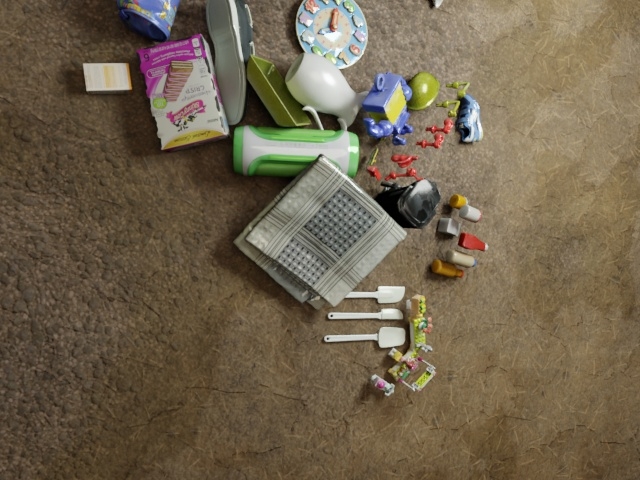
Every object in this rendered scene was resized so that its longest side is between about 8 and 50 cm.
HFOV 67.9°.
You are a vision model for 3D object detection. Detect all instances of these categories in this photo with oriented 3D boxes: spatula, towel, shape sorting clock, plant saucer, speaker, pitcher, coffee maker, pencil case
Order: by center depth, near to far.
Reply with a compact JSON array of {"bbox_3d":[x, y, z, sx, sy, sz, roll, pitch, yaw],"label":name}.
[{"bbox_3d":[-0.372,-0.622,1.087,0.133,0.119,0.307,16,86,-34],"label":"pencil case"},{"bbox_3d":[-0.106,-0.349,1.159,0.045,0.188,0.188,-32,97,17],"label":"plant saucer"},{"bbox_3d":[-0.061,-0.214,1.167,0.296,0.131,0.131,2,90,-6],"label":"speaker"},{"bbox_3d":[0.000,0.000,1.170,0.312,0.056,0.324,41,105,-22],"label":"towel"},{"bbox_3d":[0.006,-0.359,1.213,0.207,0.125,0.178,28,79,-27],"label":"pitcher"},{"bbox_3d":[0.215,-0.074,1.252,0.120,0.178,0.171,19,85,-16],"label":"coffee maker"},{"bbox_3d":[0.033,-0.559,1.259,0.206,0.040,0.207,0,91,-17],"label":"shape sorting clock"},{"bbox_3d":[0.125,0.211,1.310,0.241,0.019,0.168,1,92,-19],"label":"spatula"}]

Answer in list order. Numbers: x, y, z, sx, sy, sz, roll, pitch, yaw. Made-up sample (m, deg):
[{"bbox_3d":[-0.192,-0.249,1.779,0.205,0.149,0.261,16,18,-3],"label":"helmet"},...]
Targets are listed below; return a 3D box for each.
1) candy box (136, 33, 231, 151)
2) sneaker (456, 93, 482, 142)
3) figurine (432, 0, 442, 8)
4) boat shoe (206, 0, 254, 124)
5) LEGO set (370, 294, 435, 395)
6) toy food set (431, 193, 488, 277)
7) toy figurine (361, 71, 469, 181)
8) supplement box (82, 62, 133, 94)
[{"bbox_3d":[-0.317,-0.339,1.113,0.159,0.071,0.234,-14,96,2],"label":"candy box"},{"bbox_3d":[0.428,-0.354,1.382,0.059,0.053,0.144,-15,94,-15],"label":"sneaker"},{"bbox_3d":[0.320,-0.795,1.332,0.215,0.092,0.209,40,87,-15],"label":"figurine"},{"bbox_3d":[-0.203,-0.436,1.154,0.091,0.114,0.303,-20,114,-55],"label":"boat shoe"},{"bbox_3d":[0.260,0.300,1.295,0.132,0.107,0.287,28,87,-27],"label":"LEGO set"},{"bbox_3d":[0.408,-0.007,1.354,0.104,0.111,0.233,17,85,-29],"label":"toy food set"},{"bbox_3d":[0.211,-0.352,1.196,0.363,0.191,0.217,-59,137,-16],"label":"toy figurine"},{"bbox_3d":[-0.489,-0.373,1.098,0.098,0.036,0.062,-7,93,-18],"label":"supplement box"}]
